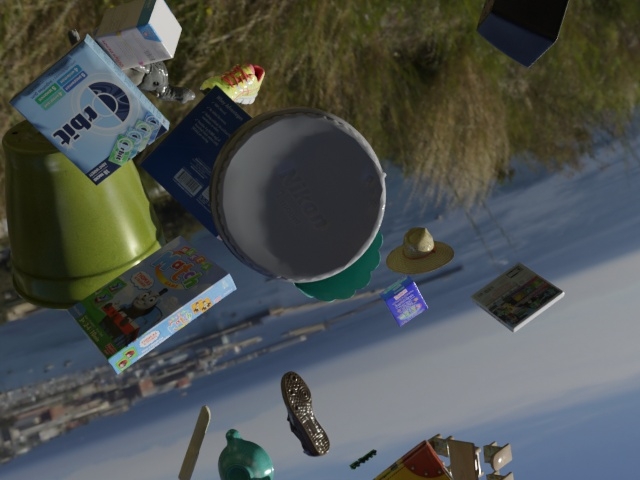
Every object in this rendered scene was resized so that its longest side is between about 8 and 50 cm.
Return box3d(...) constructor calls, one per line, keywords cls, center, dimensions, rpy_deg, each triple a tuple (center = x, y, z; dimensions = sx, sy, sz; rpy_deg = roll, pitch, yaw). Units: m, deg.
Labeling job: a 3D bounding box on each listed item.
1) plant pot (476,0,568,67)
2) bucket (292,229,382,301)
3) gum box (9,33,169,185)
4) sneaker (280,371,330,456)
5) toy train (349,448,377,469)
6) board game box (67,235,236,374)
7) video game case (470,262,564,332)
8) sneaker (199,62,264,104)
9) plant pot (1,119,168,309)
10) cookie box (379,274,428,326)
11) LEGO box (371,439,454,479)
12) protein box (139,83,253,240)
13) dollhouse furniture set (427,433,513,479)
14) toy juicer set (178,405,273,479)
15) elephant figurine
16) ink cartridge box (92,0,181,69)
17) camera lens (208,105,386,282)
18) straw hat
box3d(cls="plant pot", center=(0.492, -0.566, 1.843), dimensions=(0.167, 0.188, 0.187), rpy_deg=(20, 172, -3))
box3d(cls="bucket", center=(0.000, 0.000, 1.869), dimensions=(0.281, 0.281, 0.183), rpy_deg=(-17, -164, -19))
box3d(cls="gum box", center=(-0.358, -0.201, 1.177), dimensions=(0.157, 0.184, 0.041), rpy_deg=(-35, -152, 13))
box3d(cls="sneaker", center=(-0.049, 0.371, 1.582), dimensions=(0.066, 0.188, 0.071), rpy_deg=(-19, 175, -44))
box3d(cls="toy train", center=(0.110, 0.563, 1.932), dimensions=(0.083, 0.017, 0.024), rpy_deg=(-28, 176, -25))
box3d(cls="board game box", center=(-0.257, 0.090, 1.138), dimensions=(0.211, 0.039, 0.160), rpy_deg=(-35, -140, -21))
box3d(cls="video game case", center=(0.579, 0.165, 2.217), dimensions=(0.201, 0.183, 0.023), rpy_deg=(-32, 132, -16))
box3d(cls="sneaker", center=(-0.188, -0.347, 1.637), dimensions=(0.094, 0.081, 0.208), rpy_deg=(-51, 176, 26))
box3d(cls="plant pot", center=(-0.547, -0.094, 1.690), dimensions=(0.367, 0.353, 0.366), rpy_deg=(-2, -149, 1))
box3d(cls="cookie box", center=(0.214, 0.154, 1.926), dimensions=(0.092, 0.040, 0.107), rpy_deg=(-33, 128, -2))
box3d(cls="LEGO box", center=(0.104, 0.673, 1.366), dimensions=(0.500, 0.372, 0.193), rpy_deg=(-33, 161, -14))
box3d(cls="protein box", center=(-0.181, -0.136, 1.394), dimensions=(0.201, 0.200, 0.136), rpy_deg=(-47, 174, -2))
box3d(cls="dollhouse furniture set", center=(0.351, 0.626, 1.873), dimensions=(0.212, 0.242, 0.161), rpy_deg=(-3, -174, 42))
box3d(cls="toy juicer set", center=(-0.198, 0.550, 1.724), dimensions=(0.209, 0.329, 0.089), rpy_deg=(-50, 174, 14))
box3d(cls="elephant figurine", center=(-0.448, -0.415, 1.803), dimensions=(0.240, 0.169, 0.186), rpy_deg=(-8, 175, 9))
box3d(cls="ink cartridge box", center=(-0.364, -0.406, 1.476), dimensions=(0.143, 0.090, 0.092), rpy_deg=(-7, 144, 20))
box3d(cls="camera lens", center=(-0.037, -0.065, 1.003), dimensions=(0.219, 0.219, 0.274), rpy_deg=(-19, -171, -4))
box3d(cls="straw hat", center=(0.195, 0.007, 1.499), dimensions=(0.145, 0.061, 0.144), rpy_deg=(-9, -154, 4))
